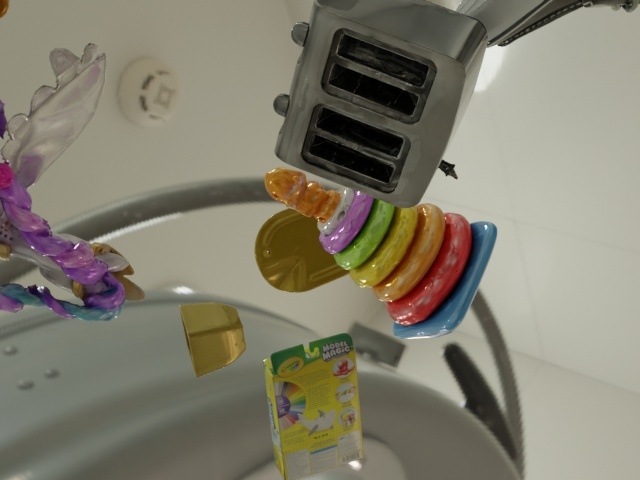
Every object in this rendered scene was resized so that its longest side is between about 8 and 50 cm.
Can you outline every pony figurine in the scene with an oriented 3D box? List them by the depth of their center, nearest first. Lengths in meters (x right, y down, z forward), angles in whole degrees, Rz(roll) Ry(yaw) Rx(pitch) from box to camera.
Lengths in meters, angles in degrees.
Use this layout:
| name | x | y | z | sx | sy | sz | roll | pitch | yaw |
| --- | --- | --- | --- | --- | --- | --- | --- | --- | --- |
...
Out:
| name | x | y | z | sx | sy | sz | roll | pitch | yaw |
| --- | --- | --- | --- | --- | --- | --- | --- | --- | --- |
| pony figurine | -0.344 | -0.043 | 1.056 | 0.351 | 0.364 | 0.302 | 115 | 179 | -74 |

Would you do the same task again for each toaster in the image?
| name | x | y | z | sx | sy | sz | roll | pitch | yaw |
| --- | --- | --- | --- | --- | --- | --- | --- | --- | --- |
| toaster | 0.058 | -0.135 | 0.993 | 0.110 | 0.186 | 0.168 | -60 | -9 | -53 |

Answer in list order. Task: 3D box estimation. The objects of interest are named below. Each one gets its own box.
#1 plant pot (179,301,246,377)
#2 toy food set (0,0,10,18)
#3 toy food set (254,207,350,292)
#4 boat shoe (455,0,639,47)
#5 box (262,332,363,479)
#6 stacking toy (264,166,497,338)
| name | x | y | z | sx | sy | sz | roll | pitch | yaw |
| --- | --- | --- | --- | --- | --- | --- | --- | --- | --- |
| plant pot | -0.155 | 0.138 | 1.579 | 0.083 | 0.081 | 0.081 | -13 | -57 | -10 |
| toy food set | -0.331 | -0.365 | 1.161 | 0.111 | 0.104 | 0.232 | -5 | -60 | -11 |
| toy food set | 0.000 | 0.000 | 1.652 | 0.218 | 0.071 | 0.128 | -21 | -89 | -12 |
| boat shoe | 0.274 | -0.264 | 0.988 | 0.119 | 0.335 | 0.121 | 43 | -147 | -22 |
| box | -0.009 | 0.188 | 1.256 | 0.105 | 0.043 | 0.179 | -14 | -59 | -17 |
| stacking toy | 0.058 | -0.012 | 1.375 | 0.302 | 0.175 | 0.165 | 30 | -111 | -16 |
